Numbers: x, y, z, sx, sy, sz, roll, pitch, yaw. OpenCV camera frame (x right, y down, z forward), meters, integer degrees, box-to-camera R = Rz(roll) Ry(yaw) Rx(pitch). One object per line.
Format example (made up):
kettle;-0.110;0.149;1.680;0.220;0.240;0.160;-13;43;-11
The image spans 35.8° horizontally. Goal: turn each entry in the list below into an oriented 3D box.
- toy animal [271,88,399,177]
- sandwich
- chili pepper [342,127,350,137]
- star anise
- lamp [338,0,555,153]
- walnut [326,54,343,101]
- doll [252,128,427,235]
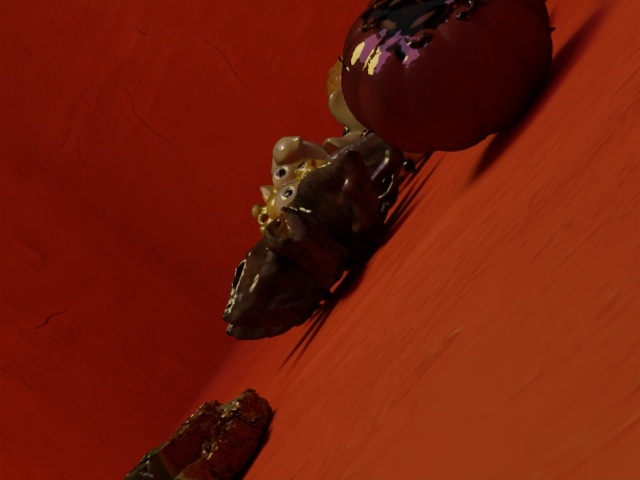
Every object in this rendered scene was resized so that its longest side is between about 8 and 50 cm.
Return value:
toy animal;0.020;-0.120;1.528;0.193;0.178;0.127;-20;41;33
sandwich;-0.121;0.204;0.906;0.159;0.079;0.235;-53;2;3
chili pepper;0.108;-0.179;1.725;0.264;0.116;0.148;-53;-2;-12
star anise;-0.001;0.001;1.187;0.331;0.118;0.331;-55;-6;-8
lamp;0.107;-0.148;0.828;0.182;0.140;0.182;-17;48;19
walnut;0.109;-0.239;1.586;0.159;0.207;0.159;19;-90;-78
doll;0.033;-0.099;1.378;0.291;0.086;0.117;-29;49;7
